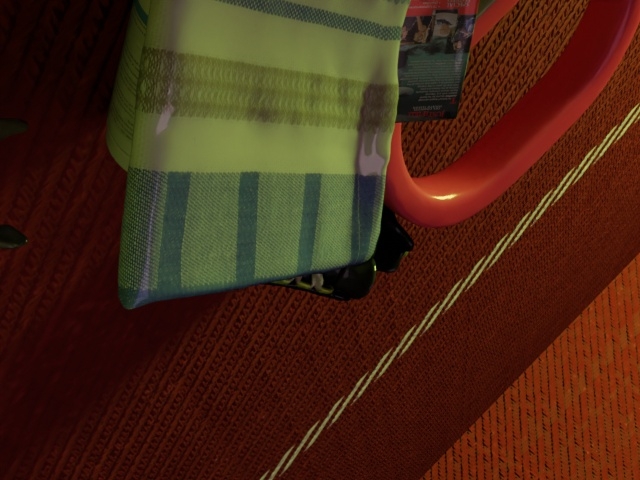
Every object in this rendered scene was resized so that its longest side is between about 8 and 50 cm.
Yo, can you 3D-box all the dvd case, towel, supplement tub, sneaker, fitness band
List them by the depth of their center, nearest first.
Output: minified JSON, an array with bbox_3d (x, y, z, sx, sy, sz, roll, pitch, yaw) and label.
[{"bbox_3d":[-0.007,-0.115,0.555,0.209,0.034,0.285,-6,108,-61],"label":"towel"},{"bbox_3d":[-0.067,-0.086,0.606,0.071,0.071,0.107,-29,155,-42],"label":"supplement tub"},{"bbox_3d":[0.056,-0.128,0.774,0.087,0.013,0.119,-6,130,-13],"label":"dvd case"},{"bbox_3d":[0.000,0.000,0.871,0.234,0.097,0.084,-17,144,-55],"label":"sneaker"},{"bbox_3d":[0.141,-0.136,0.906,0.291,0.054,0.209,-43,146,-14],"label":"fitness band"}]

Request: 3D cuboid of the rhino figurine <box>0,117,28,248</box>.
[{"bbox_3d":[-0.216,0.033,0.520,0.243,0.073,0.106,-47,157,-5],"label":"rhino figurine"}]
